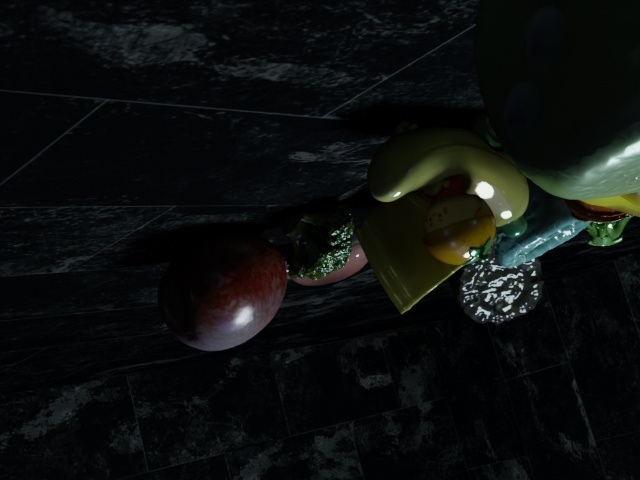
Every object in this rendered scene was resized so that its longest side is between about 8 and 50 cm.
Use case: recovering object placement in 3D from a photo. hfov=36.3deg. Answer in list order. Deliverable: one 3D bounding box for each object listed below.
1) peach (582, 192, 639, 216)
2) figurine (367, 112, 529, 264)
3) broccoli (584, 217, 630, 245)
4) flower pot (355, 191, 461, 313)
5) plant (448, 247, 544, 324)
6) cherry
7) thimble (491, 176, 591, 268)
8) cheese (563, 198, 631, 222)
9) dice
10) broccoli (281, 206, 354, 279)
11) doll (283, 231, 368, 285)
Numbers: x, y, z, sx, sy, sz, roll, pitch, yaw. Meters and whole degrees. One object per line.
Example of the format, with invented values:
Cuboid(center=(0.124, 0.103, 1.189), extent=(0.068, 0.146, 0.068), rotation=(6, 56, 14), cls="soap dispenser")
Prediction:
Cuboid(center=(0.493, -0.149, 1.396), extent=(0.306, 0.242, 0.380), rotation=(19, -175, 7), cls="peach")
Cuboid(center=(0.192, -0.067, 1.430), extent=(0.124, 0.222, 0.325), rotation=(-22, 167, 41), cls="figurine")
Cuboid(center=(0.595, -0.071, 2.116), extent=(0.196, 0.156, 0.195), rotation=(-10, -162, 3), cls="broccoli")
Cuboid(center=(0.168, 0.005, 1.763), extent=(0.195, 0.179, 0.195), rotation=(-37, 174, -5), cls="flower pot")
Cuboid(center=(0.398, 0.045, 2.291), extent=(0.215, 0.213, 0.312), rotation=(-17, -156, 9), cls="plant")
Cuboid(center=(-0.163, 0.091, 1.756), extent=(0.239, 0.206, 0.239), rotation=(-14, 156, -7), cls="cherry")
Cuboid(center=(0.415, -0.052, 1.897), extent=(0.235, 0.143, 0.198), rotation=(-13, 159, -44), cls="thimble")
Cuboid(center=(0.550, -0.103, 1.686), extent=(0.329, 0.217, 0.129), rotation=(26, 164, 49), cls="cheese")
Cuboid(center=(0.314, -0.191, 0.940), extent=(0.255, 0.249, 0.252), rotation=(-9, 166, -26), cls="dice")
Cuboid(center=(0.000, 0.000, 1.751), extent=(0.138, 0.145, 0.162), rotation=(32, 155, -32), cls="broccoli")
Cuboid(center=(0.009, 0.044, 2.030), extent=(0.262, 0.093, 0.211), rotation=(-18, 171, 10), cls="doll")
